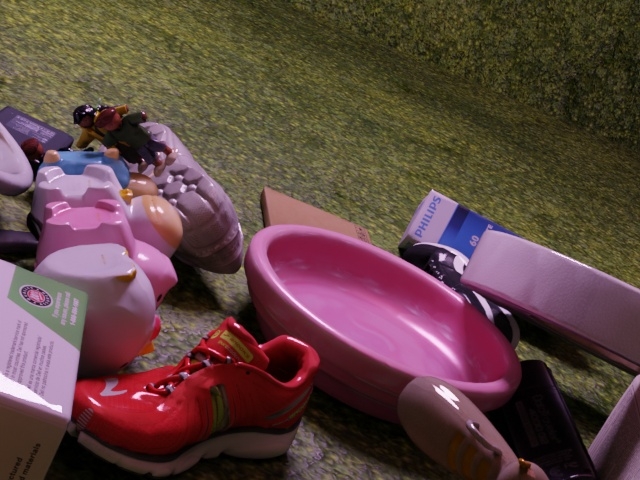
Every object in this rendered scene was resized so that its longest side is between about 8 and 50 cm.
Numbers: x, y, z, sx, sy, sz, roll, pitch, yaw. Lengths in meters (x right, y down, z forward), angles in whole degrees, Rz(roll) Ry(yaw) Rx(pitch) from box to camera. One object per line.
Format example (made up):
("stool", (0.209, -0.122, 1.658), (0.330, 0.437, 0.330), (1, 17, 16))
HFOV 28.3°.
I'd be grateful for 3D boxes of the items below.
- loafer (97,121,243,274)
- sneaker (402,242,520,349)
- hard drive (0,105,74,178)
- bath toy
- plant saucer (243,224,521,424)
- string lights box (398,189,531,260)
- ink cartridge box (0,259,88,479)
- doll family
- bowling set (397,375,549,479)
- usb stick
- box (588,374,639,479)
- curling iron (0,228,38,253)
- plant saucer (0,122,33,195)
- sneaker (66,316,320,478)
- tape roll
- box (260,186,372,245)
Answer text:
("loafer", (-0.178, -0.050, 1.477), (0.111, 0.112, 0.319), (62, -9, -32))
("sneaker", (0.153, 0.065, 1.634), (0.121, 0.079, 0.217), (10, 26, -46))
("hard drive", (-0.354, -0.118, 1.509), (0.094, 0.022, 0.135), (26, 18, -5))
("bath toy", (-0.201, 0.024, 1.185), (0.151, 0.129, 0.348), (0, 22, -10))
("plant saucer", (0.059, 0.100, 1.404), (0.332, 0.084, 0.332), (24, 18, -8))
("string lights box", (0.247, 0.028, 1.798), (0.260, 0.076, 0.133), (28, -8, 1))
("ink cartridge box", (-0.317, 0.074, 0.890), (0.278, 0.117, 0.201), (23, 19, -15))
("doll family", (-0.247, -0.093, 1.372), (0.111, 0.193, 0.076), (35, 31, -29))
("bowling set", (0.067, 0.263, 0.899), (0.200, 0.287, 0.154), (-28, 34, -15))
("usb stick", (0.242, 0.210, 1.391), (0.077, 0.045, 0.278), (-17, 21, 4))
("box", (0.344, 0.270, 1.248), (0.121, 0.148, 0.311), (28, 20, -1))
("curling iron", (-0.359, -0.008, 1.185), (0.068, 0.035, 0.274), (40, 22, 33))
("plant saucer", (-0.462, -0.156, 1.232), (0.400, 0.100, 0.400), (42, 3, -3))
("sneaker", (-0.105, 0.118, 1.066), (0.107, 0.118, 0.279), (38, 21, 30))
("tape roll", (0.345, 0.104, 1.452), (0.392, 0.072, 0.392), (27, 0, 0))
("box", (0.000, 0.000, 1.689), (0.164, 0.021, 0.201), (22, 19, -15))
